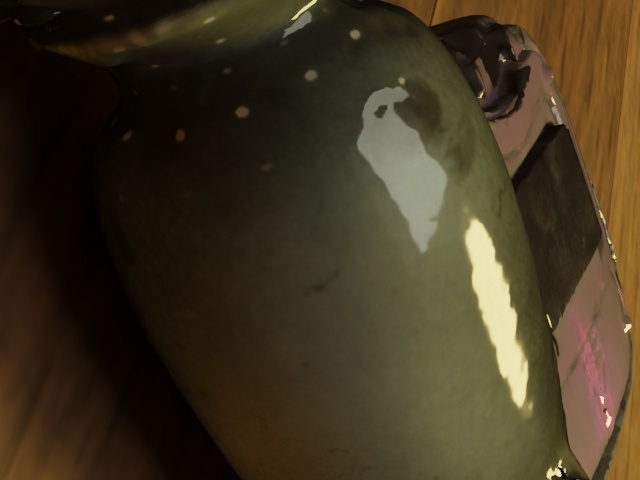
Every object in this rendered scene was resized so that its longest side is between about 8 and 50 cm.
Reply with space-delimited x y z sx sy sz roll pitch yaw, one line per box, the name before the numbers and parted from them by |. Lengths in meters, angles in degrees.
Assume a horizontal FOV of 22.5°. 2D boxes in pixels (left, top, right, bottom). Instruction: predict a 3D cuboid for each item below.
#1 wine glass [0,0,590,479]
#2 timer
wine glass | 0.000 0.000 0.448 0.204 0.111 0.111 65 29 -25
timer | 0.070 0.014 0.653 0.191 0.069 0.208 69 28 -18
